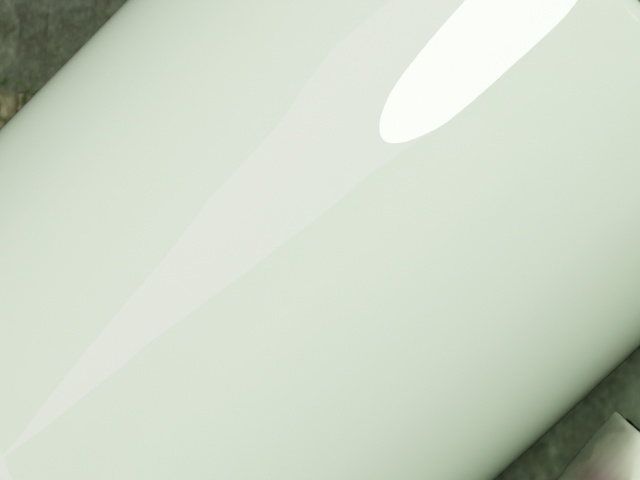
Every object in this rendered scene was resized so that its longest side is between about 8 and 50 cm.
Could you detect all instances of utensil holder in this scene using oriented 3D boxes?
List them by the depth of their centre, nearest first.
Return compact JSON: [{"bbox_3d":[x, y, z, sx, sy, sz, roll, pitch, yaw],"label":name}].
[{"bbox_3d":[0.000,0.000,0.775,0.385,0.327,0.328,-43,68,10],"label":"utensil holder"}]

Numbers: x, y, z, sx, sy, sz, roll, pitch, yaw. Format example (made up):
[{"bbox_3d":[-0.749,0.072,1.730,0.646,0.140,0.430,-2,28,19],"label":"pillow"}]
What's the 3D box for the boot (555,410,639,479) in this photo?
[{"bbox_3d":[0.294,0.138,0.744,0.280,0.096,0.264,41,92,20],"label":"boot"}]
